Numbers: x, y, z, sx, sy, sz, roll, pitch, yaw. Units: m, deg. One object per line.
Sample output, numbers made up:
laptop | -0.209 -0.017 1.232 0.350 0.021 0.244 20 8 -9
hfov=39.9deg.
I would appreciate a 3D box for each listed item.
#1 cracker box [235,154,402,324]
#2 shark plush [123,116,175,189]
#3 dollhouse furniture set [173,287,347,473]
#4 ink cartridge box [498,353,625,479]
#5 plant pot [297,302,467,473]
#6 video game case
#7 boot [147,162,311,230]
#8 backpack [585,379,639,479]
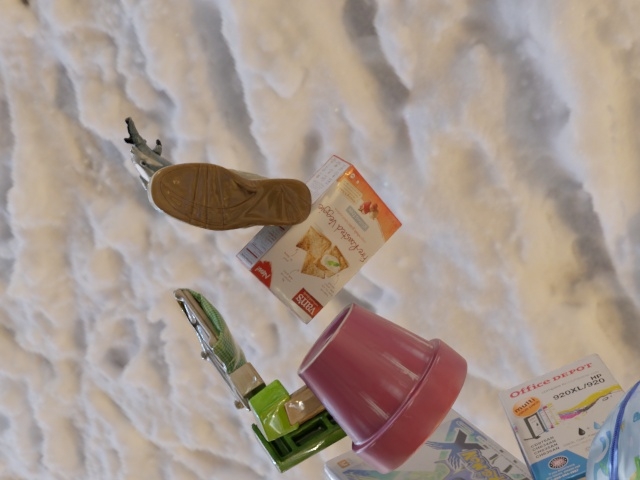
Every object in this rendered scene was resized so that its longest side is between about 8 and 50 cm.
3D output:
cracker box | 0.000 0.000 1.420 0.155 0.232 0.067 46 175 -35
shark plush | -0.305 -0.152 1.563 0.073 0.067 0.161 3 136 52
dollhouse furniture set | -0.090 0.191 1.435 0.301 0.151 0.197 47 159 40
ink cartridge box | 0.385 0.313 1.273 0.171 0.232 0.168 -23 113 6
plant pot | 0.076 0.191 1.236 0.180 0.201 0.201 39 139 -2
video game case | 0.219 0.438 1.571 0.329 0.300 0.036 34 134 49
boot | -0.173 -0.065 1.336 0.203 0.262 0.095 4 94 53
backpack | 0.409 0.237 0.746 0.356 0.290 0.273 29 157 15
